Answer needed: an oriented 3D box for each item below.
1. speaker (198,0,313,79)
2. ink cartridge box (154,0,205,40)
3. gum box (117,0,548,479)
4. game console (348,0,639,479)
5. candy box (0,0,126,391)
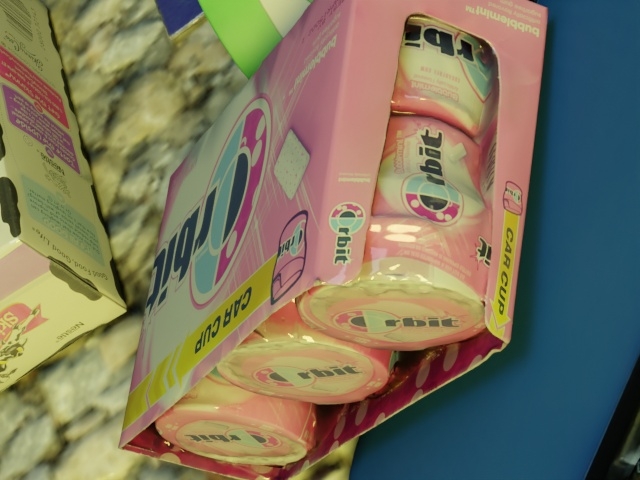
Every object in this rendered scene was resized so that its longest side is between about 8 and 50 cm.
[{"bbox_3d":[0.099,-0.150,0.534,0.296,0.131,0.131,-24,53,21],"label":"speaker"},{"bbox_3d":[-0.069,-0.277,0.764,0.176,0.069,0.371,-35,52,13],"label":"ink cartridge box"},{"bbox_3d":[0.000,0.000,0.492,0.188,0.062,0.107,138,145,-59],"label":"gum box"},{"bbox_3d":[0.139,0.024,0.398,0.250,0.173,0.293,24,109,12],"label":"game console"},{"bbox_3d":[-0.185,-0.014,0.684,0.165,0.070,0.196,-33,50,14],"label":"candy box"}]
